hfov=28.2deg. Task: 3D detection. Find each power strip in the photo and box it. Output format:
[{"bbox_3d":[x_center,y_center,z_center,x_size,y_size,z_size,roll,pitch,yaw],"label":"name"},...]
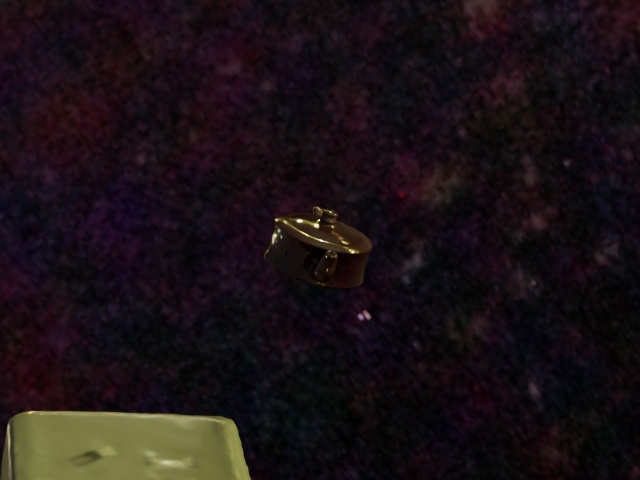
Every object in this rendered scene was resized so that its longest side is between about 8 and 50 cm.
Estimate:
[{"bbox_3d":[-0.125,0.228,0.756,0.140,0.224,0.139,3,32,-19],"label":"power strip"}]

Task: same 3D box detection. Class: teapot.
[{"bbox_3d":[0.000,0.000,0.830,0.100,0.068,0.045,-105,32,-68],"label":"teapot"}]
